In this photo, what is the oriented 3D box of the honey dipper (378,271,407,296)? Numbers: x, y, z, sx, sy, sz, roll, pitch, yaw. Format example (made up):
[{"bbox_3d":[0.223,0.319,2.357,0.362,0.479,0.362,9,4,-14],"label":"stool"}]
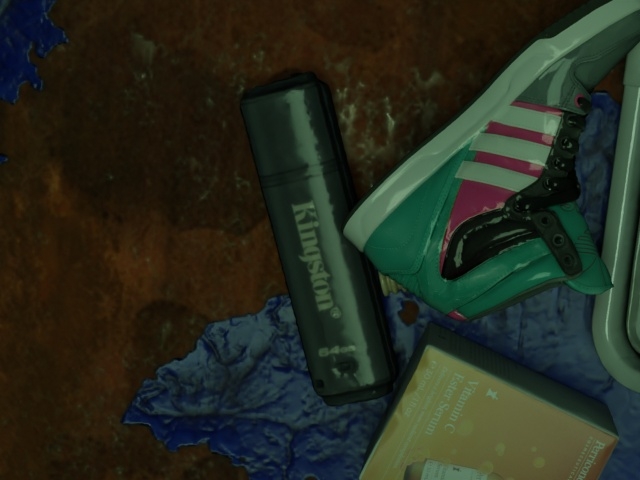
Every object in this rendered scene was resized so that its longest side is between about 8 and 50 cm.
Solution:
[{"bbox_3d":[0.128,0.015,1.124,0.161,0.030,0.030,-13,97,7],"label":"honey dipper"}]

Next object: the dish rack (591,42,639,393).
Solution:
[{"bbox_3d":[0.356,-0.025,1.021,0.286,0.072,0.332,14,102,40],"label":"dish rack"}]

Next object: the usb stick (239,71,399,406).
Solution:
[{"bbox_3d":[0.000,0.000,1.127,0.077,0.045,0.278,-13,97,7],"label":"usb stick"}]

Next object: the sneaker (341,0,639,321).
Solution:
[{"bbox_3d":[0.178,-0.043,1.044,0.295,0.124,0.178,-43,80,11],"label":"sneaker"}]

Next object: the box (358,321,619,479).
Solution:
[{"bbox_3d":[0.137,0.166,1.115,0.171,0.091,0.130,25,100,2],"label":"box"}]
